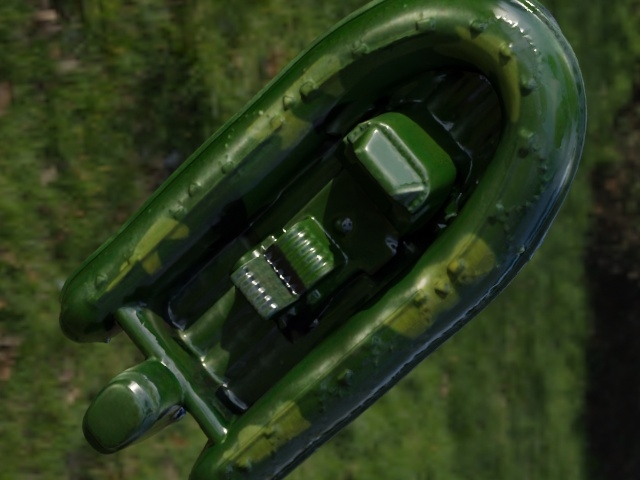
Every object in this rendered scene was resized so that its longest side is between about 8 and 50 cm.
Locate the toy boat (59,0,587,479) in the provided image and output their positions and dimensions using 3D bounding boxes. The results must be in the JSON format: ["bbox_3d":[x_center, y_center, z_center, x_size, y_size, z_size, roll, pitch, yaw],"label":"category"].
[{"bbox_3d":[0.000,0.000,0.511,0.104,0.210,0.052,52,21,12],"label":"toy boat"}]
